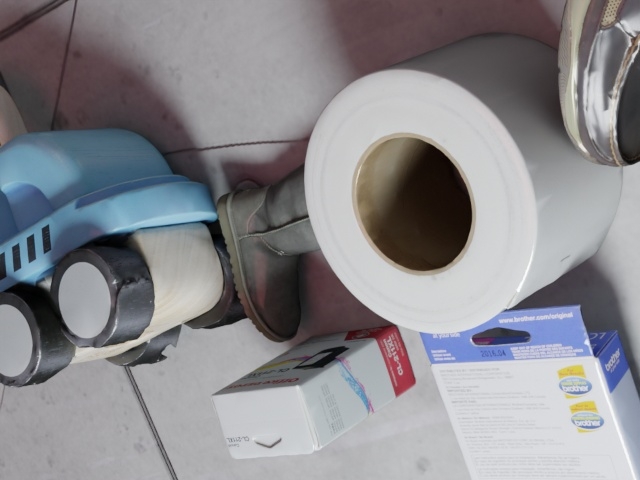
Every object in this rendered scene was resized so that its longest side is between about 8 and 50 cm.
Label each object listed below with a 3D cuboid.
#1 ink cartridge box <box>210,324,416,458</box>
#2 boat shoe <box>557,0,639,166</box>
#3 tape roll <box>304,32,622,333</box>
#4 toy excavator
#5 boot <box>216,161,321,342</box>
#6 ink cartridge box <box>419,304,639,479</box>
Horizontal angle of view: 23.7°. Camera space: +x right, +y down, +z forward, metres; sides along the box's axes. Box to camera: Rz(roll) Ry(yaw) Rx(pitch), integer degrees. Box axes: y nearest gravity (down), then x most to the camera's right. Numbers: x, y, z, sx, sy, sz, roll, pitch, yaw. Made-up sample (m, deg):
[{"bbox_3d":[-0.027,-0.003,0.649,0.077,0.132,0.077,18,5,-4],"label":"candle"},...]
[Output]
[{"bbox_3d":[-0.006,0.155,1.574,0.127,0.175,0.072,-11,100,40],"label":"ink cartridge box"},{"bbox_3d":[0.287,-0.215,1.234,0.130,0.132,0.355,23,121,30],"label":"boat shoe"},{"bbox_3d":[0.129,-0.055,1.393,0.246,0.169,0.246,15,115,34],"label":"tape roll"},{"bbox_3d":[-0.323,-0.057,1.748,0.433,0.222,0.445,-26,77,39],"label":"toy excavator"},{"bbox_3d":[-0.001,0.002,1.590,0.209,0.076,0.189,-16,100,33],"label":"boot"},{"bbox_3d":[0.223,0.193,1.458,0.186,0.065,0.311,-7,114,38],"label":"ink cartridge box"}]
